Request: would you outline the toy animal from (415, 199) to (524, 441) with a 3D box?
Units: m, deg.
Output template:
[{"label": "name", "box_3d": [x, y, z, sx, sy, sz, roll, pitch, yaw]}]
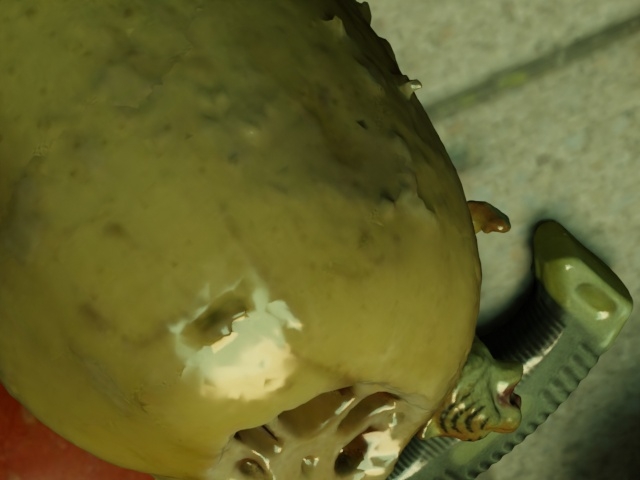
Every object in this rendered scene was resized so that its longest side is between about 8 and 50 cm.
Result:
[{"label": "toy animal", "box_3d": [0.000, 0.000, 0.692, 0.241, 0.057, 0.099, 32, 109, -10]}]

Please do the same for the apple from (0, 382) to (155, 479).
[{"label": "apple", "box_3d": [-0.127, 0.108, 0.651, 0.260, 0.216, 0.260, -7, 122, -10]}]

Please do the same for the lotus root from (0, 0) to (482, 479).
[{"label": "lotus root", "box_3d": [-0.074, -0.069, 0.514, 0.151, 0.342, 0.169, -33, 159, 5]}]

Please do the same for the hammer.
[{"label": "hammer", "box_3d": [0.059, 0.092, 0.789, 0.159, 0.041, 0.226, 34, 109, -29]}]
